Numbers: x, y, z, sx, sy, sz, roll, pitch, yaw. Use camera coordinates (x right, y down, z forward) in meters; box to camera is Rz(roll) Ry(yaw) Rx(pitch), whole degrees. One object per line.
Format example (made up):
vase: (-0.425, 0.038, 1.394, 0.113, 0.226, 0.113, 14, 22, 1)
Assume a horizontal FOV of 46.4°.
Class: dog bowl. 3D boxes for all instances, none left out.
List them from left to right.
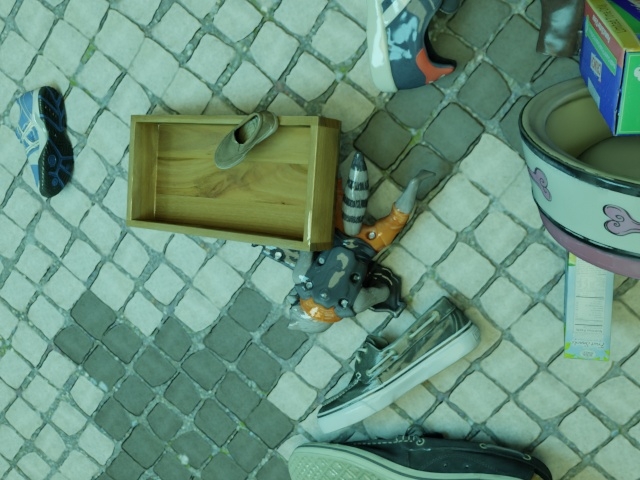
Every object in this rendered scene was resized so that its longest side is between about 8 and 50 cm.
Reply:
dog bowl: (0.467, -0.093, 0.980, 0.408, 0.408, 0.150, 4, 122, 17)

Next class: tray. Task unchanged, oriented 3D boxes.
tray: (-0.158, -0.106, 1.255, 0.411, 0.076, 0.203, 7, 96, 35)

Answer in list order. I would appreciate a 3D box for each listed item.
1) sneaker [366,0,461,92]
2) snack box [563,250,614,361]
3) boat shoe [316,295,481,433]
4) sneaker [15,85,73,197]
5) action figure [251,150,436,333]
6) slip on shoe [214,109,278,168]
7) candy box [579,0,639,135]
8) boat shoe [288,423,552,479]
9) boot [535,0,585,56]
sneaker: (0.135, -0.404, 1.126, 0.148, 0.131, 0.350, -4, 119, 17)
snack box: (0.409, 0.056, 1.138, 0.070, 0.174, 0.207, 1, 103, 19)
boat shoe: (0.118, 0.215, 1.316, 0.335, 0.121, 0.119, -36, 83, 11)
sneaker: (-0.535, -0.187, 1.436, 0.081, 0.080, 0.211, 0, 94, 24)
action figure: (0.000, 0.000, 1.258, 0.341, 0.178, 0.330, 18, 98, 9)
slip on shoe: (-0.124, -0.157, 1.160, 0.135, 0.041, 0.051, -29, 76, 32)
candy box: (0.514, -0.238, 0.950, 0.317, 0.268, 0.122, -2, 121, 10)
boat shoe: (0.172, 0.433, 1.326, 0.500, 0.156, 0.187, -3, 108, 30)
boot: (0.441, -0.374, 1.085, 0.248, 0.090, 0.207, 2, 117, 14)
